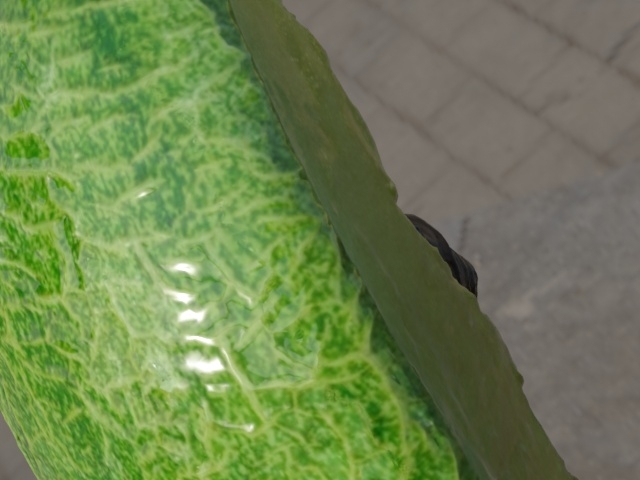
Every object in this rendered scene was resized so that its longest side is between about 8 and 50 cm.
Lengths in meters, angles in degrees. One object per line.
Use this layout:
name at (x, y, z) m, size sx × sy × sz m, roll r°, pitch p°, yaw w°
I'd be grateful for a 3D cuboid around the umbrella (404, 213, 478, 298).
umbrella at (0.000, 0.000, 1.210) m, size 0.090 × 0.326 × 0.094 m, roll -37°, pitch 56°, yaw 21°

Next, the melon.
melon at (-0.037, 0.009, 0.585) m, size 0.196 × 0.323 × 0.124 m, roll -12°, pitch 22°, yaw 44°
